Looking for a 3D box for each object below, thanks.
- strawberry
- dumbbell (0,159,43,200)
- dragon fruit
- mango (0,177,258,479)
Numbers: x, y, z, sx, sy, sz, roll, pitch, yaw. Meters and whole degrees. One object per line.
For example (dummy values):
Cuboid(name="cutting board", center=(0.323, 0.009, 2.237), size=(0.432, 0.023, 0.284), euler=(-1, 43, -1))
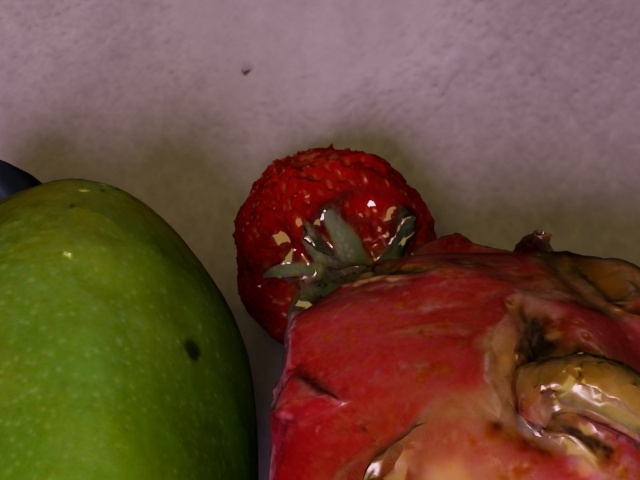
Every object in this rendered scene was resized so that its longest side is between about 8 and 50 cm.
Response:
Cuboid(name="strawberry", center=(0.004, 0.006, 0.743), size=(0.131, 0.148, 0.131), euler=(-1, 97, -11))
Cuboid(name="dumbbell", center=(-0.264, 0.102, 0.759), size=(0.325, 0.144, 0.160), euler=(-44, 56, -2))
Cuboid(name="dragon fruit", center=(0.114, 0.127, 0.579), size=(0.291, 0.269, 0.250), euler=(11, 97, 0))
Cuboid(name="mango", center=(-0.125, 0.139, 0.552), size=(0.201, 0.225, 0.382), euler=(9, 45, -17))
